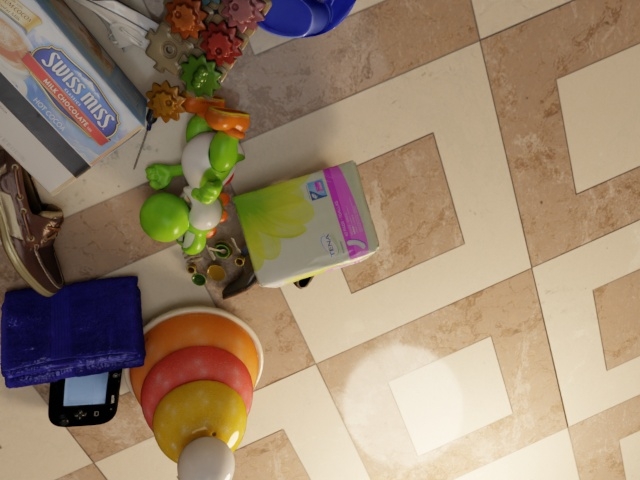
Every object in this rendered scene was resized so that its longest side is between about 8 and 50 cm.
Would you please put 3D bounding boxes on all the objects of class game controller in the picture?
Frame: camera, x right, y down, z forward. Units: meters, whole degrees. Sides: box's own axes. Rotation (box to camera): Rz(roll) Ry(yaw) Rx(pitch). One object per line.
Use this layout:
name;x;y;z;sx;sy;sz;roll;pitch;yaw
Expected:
game controller;-0.583;0.332;1.554;0.167;0.067;0.319;7;113;-17

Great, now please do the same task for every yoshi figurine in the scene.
yoshi figurine;-0.290;-0.131;1.352;0.203;0.203;0.362;16;113;-3

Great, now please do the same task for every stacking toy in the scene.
stacking toy;-0.281;0.403;1.428;0.351;0.480;0.350;-5;116;-11

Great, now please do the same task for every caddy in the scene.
caddy;-0.081;-0.545;1.200;0.341;0.179;0.241;38;113;-10

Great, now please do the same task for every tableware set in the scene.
tableware set;-0.254;0.057;1.497;0.154;0.024;0.104;-16;114;18

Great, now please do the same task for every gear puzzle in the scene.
gear puzzle;-0.251;-0.366;1.193;0.175;0.044;0.339;36;119;-9

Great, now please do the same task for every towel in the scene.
towel;-0.566;0.201;1.426;0.308;0.076;0.227;-7;73;-12

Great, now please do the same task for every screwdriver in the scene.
screwdriver;-0.382;-0.230;1.370;0.025;0.024;0.169;-4;126;-44

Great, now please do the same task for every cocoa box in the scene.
cocoa box;-0.525;-0.308;1.174;0.228;0.231;0.347;-35;118;4

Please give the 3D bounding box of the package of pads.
package of pads;-0.029;-0.031;1.439;0.297;0.101;0.229;-16;88;3

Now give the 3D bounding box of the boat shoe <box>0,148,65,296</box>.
boat shoe;-0.617;-0.038;1.346;0.123;0.123;0.341;-17;111;-4

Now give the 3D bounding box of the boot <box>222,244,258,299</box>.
boot;-0.173;0.056;1.538;0.219;0.082;0.106;-32;93;11

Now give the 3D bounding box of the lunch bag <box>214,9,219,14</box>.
lunch bag;-0.210;-0.456;1.278;0.067;0.065;0.098;-10;119;8

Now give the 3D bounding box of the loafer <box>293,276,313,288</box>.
loafer;0.000;0.000;1.531;0.096;0.084;0.267;18;109;-19

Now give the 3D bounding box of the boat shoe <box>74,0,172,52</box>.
boat shoe;-0.380;-0.416;1.238;0.258;0.095;0.084;26;102;-22
